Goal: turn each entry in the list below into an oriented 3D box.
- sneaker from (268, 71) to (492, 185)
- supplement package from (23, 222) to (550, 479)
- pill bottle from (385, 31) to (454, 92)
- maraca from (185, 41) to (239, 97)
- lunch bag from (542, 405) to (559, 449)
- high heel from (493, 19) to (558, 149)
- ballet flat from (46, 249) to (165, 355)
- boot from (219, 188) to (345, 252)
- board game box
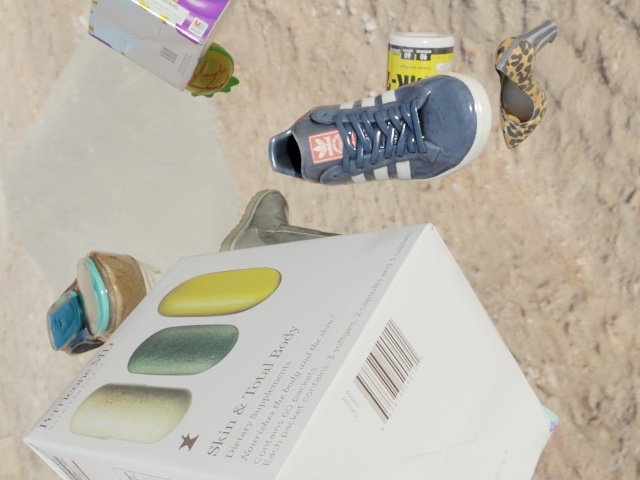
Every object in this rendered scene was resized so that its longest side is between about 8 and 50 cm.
[{"bbox_3d":[0.057,-0.127,0.990,0.350,0.148,0.131,-10,90,55],"label":"sneaker"},{"bbox_3d":[-0.022,0.135,0.543,0.262,0.199,0.198,-8,126,44],"label":"supplement package"},{"bbox_3d":[0.175,-0.264,1.387,0.119,0.119,0.209,28,124,51],"label":"pill bottle"},{"bbox_3d":[-0.232,-0.338,1.549,0.186,0.127,0.099,59,-159,-70],"label":"maraca"},{"bbox_3d":[0.279,0.350,1.453,0.262,0.223,0.160,38,169,-13],"label":"lunch bag"},{"bbox_3d":[0.336,-0.252,1.378,0.093,0.186,0.261,30,135,27],"label":"high heel"},{"bbox_3d":[-0.274,0.084,1.026,0.342,0.124,0.116,-36,68,56],"label":"ballet flat"},{"bbox_3d":[0.001,0.001,0.951,0.208,0.190,0.076,1,126,18],"label":"boot"},{"bbox_3d":[-0.158,-0.358,0.973,0.275,0.142,0.144,-64,12,-20],"label":"board game box"}]
